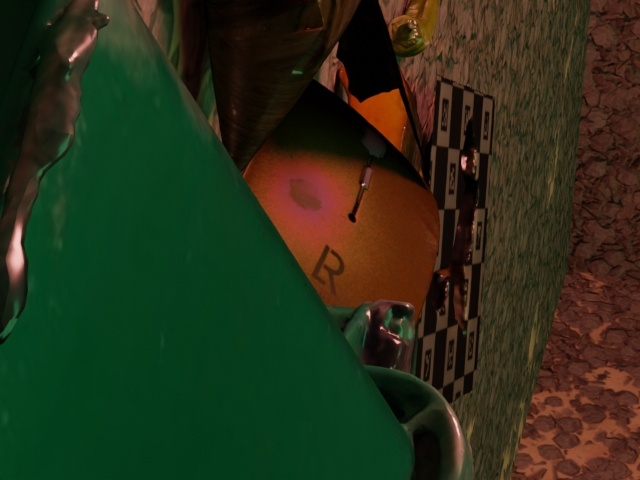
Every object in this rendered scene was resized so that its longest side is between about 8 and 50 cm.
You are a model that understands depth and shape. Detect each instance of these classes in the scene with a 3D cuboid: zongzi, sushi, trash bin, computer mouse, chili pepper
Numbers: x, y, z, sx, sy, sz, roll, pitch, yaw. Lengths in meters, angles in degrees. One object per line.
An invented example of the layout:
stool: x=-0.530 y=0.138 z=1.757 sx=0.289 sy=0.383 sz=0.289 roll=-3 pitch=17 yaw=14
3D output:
zongzi: x=-0.009 y=-0.187 z=1.081 sx=0.221 sy=0.112 sz=0.242 roll=-64 pitch=166 yaw=-54
sushi: x=0.012 y=-0.174 z=1.225 sx=0.220 sy=0.047 sz=0.231 roll=67 pitch=6 yaw=-62
sushi: x=0.117 y=0.004 z=1.831 sx=0.359 sy=0.064 sz=0.343 roll=-6 pitch=100 yaw=-75
trash bin: x=-0.104 y=0.068 z=0.507 sx=0.381 sy=0.259 sz=0.295 roll=71 pitch=30 yaw=-58
computer mouse: x=0.000 y=0.000 z=1.172 sx=0.072 sy=0.158 sz=0.310 roll=-37 pitch=-160 yaw=37
chili pepper: x=0.091 y=-0.208 z=1.643 sx=0.208 sy=0.043 sz=0.049 roll=-63 pitch=133 yaw=-67

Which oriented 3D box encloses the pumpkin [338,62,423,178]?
pumpkin: x=0.034 y=0.015 z=1.407 sx=0.290 sy=0.095 sz=0.258 roll=-72 pitch=161 yaw=-47
